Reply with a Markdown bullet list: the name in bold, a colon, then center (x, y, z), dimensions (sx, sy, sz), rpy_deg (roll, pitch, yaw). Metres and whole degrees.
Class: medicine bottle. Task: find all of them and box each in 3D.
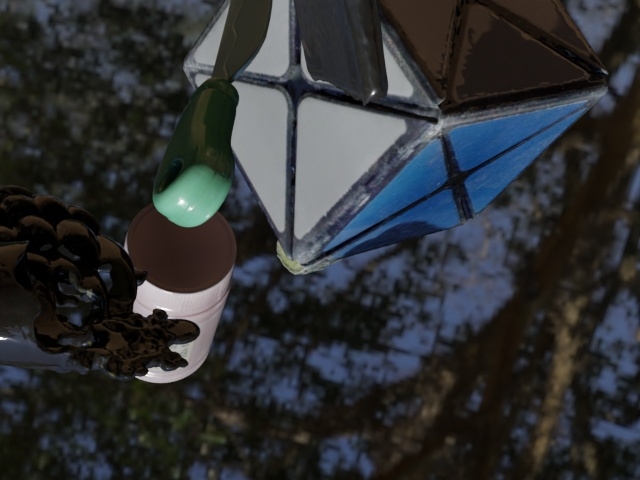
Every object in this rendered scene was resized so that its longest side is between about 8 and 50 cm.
- **medicine bottle**: center (-0.175, 0.062, 1.816), dimensions (0.133, 0.249, 0.133), rpy_deg (6, -118, -11)

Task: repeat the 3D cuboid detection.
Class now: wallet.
- **wallet**: center (-0.003, -0.256, 1.044), dimensions (0.044, 0.321, 0.170), rpy_deg (-15, -166, -13)

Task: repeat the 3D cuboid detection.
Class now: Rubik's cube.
- **Rubik's cube**: center (0.067, -0.160, 1.463), dimensions (0.259, 0.260, 0.254), rpy_deg (-14, -113, -44)

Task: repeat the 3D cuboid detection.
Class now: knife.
- **knife**: center (-0.059, -0.113, 1.011), dimensions (0.035, 0.063, 0.260), rpy_deg (33, -136, -23)

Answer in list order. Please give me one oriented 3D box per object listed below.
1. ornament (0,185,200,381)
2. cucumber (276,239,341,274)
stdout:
- **ornament**: center (-0.215, 0.022, 1.094), dimensions (0.261, 0.106, 0.251), rpy_deg (4, -159, -10)
- **cucumber**: center (0.001, -0.001, 1.677), dimensions (0.064, 0.064, 0.112), rpy_deg (24, -147, 25)
